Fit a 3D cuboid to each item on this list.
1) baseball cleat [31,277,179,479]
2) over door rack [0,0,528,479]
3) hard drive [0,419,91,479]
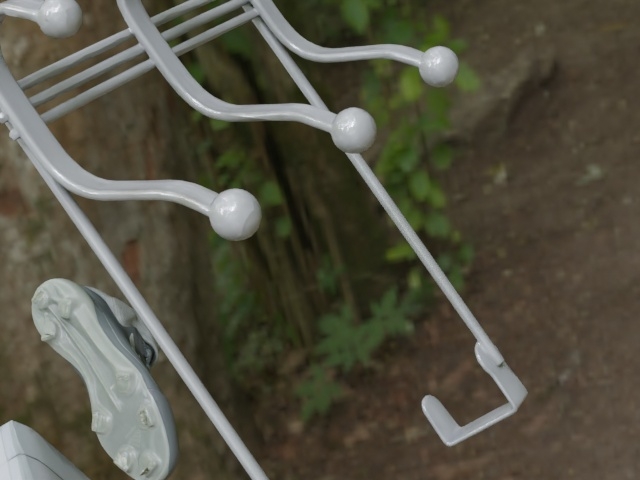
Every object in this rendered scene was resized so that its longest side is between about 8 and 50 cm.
[{"bbox_3d":[-0.151,0.107,1.201,0.109,0.072,0.206,9,40,-55],"label":"baseball cleat"},{"bbox_3d":[0.000,0.000,0.721,0.108,0.324,0.239,-19,12,34],"label":"over door rack"},{"bbox_3d":[-0.091,0.281,0.840,0.047,0.233,0.353,-35,37,4],"label":"hard drive"}]
